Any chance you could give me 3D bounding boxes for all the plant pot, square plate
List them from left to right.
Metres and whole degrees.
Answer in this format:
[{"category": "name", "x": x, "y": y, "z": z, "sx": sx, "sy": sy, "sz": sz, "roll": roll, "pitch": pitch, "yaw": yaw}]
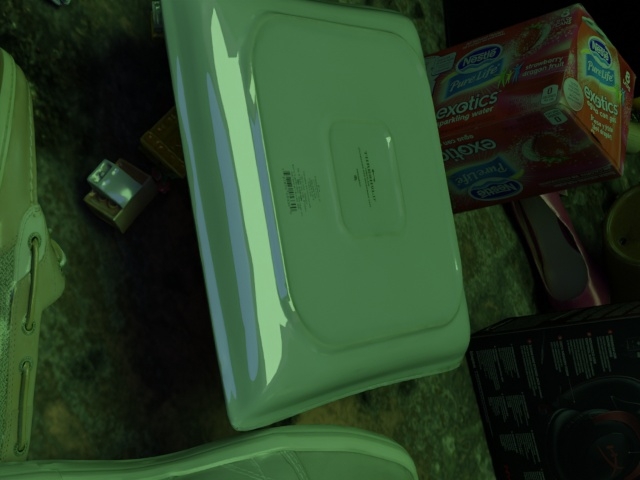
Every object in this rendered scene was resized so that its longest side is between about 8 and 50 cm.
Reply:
[{"category": "square plate", "x": 0.021, "y": -0.044, "z": 0.933, "sx": 0.344, "sy": 0.049, "sz": 0.347, "roll": -5, "pitch": 84, "yaw": -55}, {"category": "plant pot", "x": 0.449, "y": 0.037, "z": 1.395, "sx": 0.254, "sy": 0.237, "sz": 0.237, "roll": 41, "pitch": 52, "yaw": -45}]

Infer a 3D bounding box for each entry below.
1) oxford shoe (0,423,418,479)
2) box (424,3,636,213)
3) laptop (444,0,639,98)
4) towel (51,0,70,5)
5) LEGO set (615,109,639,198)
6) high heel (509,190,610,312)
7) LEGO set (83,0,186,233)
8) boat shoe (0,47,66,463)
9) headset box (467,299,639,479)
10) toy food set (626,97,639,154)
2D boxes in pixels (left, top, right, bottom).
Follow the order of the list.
[{"category": "oxford shoe", "x": -0.095, "y": 0.226, "z": 0.798, "sx": 0.449, "sy": 0.169, "sz": 0.130, "roll": 2, "pitch": 43, "yaw": -43}, {"category": "box", "x": 0.173, "y": -0.121, "z": 1.131, "sx": 0.122, "sy": 0.256, "sz": 0.128, "roll": 39, "pitch": 54, "yaw": -35}, {"category": "laptop", "x": 0.353, "y": -0.341, "z": 1.295, "sx": 0.408, "sy": 0.382, "sz": 0.236, "roll": -44, "pitch": 114, "yaw": -45}, {"category": "towel", "x": -0.257, "y": -0.284, "z": 0.859, "sx": 0.197, "sy": 0.029, "sz": 0.144, "roll": 25, "pitch": 63, "yaw": -43}, {"category": "LEGO set", "x": 0.477, "y": -0.184, "z": 1.599, "sx": 0.255, "sy": 0.192, "sz": 0.331, "roll": -31, "pitch": 103, "yaw": -17}, {"category": "high heel", "x": 0.278, "y": 0.012, "z": 1.348, "sx": 0.117, "sy": 0.082, "sz": 0.244, "roll": 0, "pitch": 78, "yaw": -53}, {"category": "LEGO set", "x": -0.118, "y": -0.133, "z": 0.955, "sx": 0.132, "sy": 0.107, "sz": 0.287, "roll": 9, "pitch": 76, "yaw": -11}, {"category": "boat shoe", "x": -0.230, "y": 0.021, "z": 0.762, "sx": 0.098, "sy": 0.109, "sz": 0.302, "roll": 15, "pitch": 75, "yaw": -51}, {"category": "headset box", "x": 0.324, "y": 0.180, "z": 1.202, "sx": 0.110, "sy": 0.293, "sz": 0.218, "roll": -16, "pitch": 92, "yaw": -49}, {"category": "toy food set", "x": 0.297, "y": -0.148, "z": 1.330, "sx": 0.104, "sy": 0.232, "sz": 0.111, "roll": 14, "pitch": 91, "yaw": -30}]
